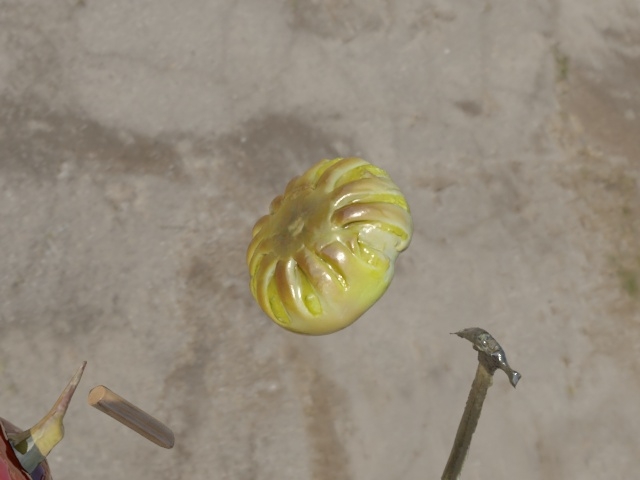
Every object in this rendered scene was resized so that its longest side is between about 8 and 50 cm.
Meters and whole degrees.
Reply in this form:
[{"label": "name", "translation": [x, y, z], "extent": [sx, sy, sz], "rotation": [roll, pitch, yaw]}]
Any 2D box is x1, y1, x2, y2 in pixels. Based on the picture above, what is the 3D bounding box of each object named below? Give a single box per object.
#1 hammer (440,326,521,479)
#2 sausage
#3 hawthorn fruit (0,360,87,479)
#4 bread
[{"label": "hammer", "translation": [0.192, 0.228, 1.579], "extent": [0.027, 0.297, 0.125], "rotation": [-18, 49, -23]}, {"label": "sausage", "translation": [-0.201, 0.193, 1.326], "extent": [0.116, 0.026, 0.026], "rotation": [40, 49, -34]}, {"label": "hawthorn fruit", "translation": [-0.277, 0.189, 0.719], "extent": [0.261, 0.258, 0.258], "rotation": [4, 67, -15]}, {"label": "bread", "translation": [0.000, 0.000, 1.389], "extent": [0.104, 0.213, 0.213], "rotation": [30, 53, -44]}]
